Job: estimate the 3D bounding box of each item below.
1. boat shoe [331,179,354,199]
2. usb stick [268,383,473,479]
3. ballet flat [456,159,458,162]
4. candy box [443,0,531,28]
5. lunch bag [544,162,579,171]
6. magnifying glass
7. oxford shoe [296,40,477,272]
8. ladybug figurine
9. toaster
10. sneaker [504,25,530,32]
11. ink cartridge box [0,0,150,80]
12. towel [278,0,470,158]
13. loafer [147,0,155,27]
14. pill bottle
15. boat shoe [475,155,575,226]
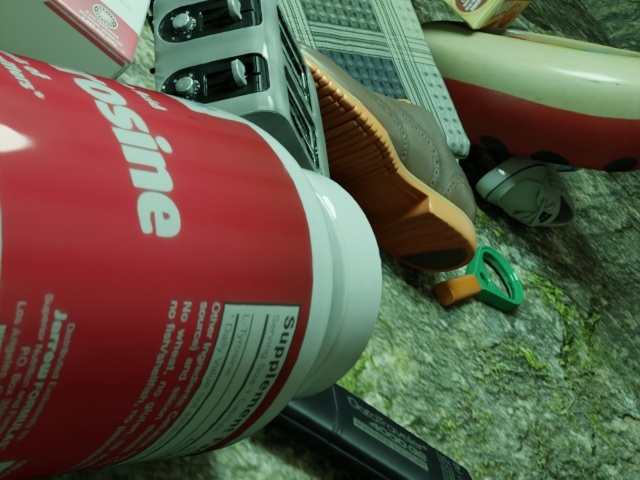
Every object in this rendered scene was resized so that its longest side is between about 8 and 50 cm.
[{"bbox_3d":[0.000,0.000,1.047,0.073,0.073,0.207,50,27,-3],"label":"boat shoe"},{"bbox_3d":[0.039,0.175,0.935,0.278,0.045,0.077,36,24,-30],"label":"usb stick"},{"bbox_3d":[0.142,-0.116,1.404,0.073,0.067,0.206,76,0,-55],"label":"ballet flat"},{"bbox_3d":[0.155,-0.433,1.514,0.316,0.087,0.183,46,26,9],"label":"candy box"},{"bbox_3d":[0.352,-0.207,1.786,0.219,0.090,0.176,44,23,24],"label":"lunch bag"},{"bbox_3d":[0.199,0.054,1.361,0.092,0.026,0.231,60,25,12],"label":"magnifying glass"},{"bbox_3d":[0.049,-0.108,1.171,0.364,0.130,0.132,44,45,-39],"label":"oxford shoe"},{"bbox_3d":[0.319,-0.202,1.522,0.450,0.161,0.305,17,17,27],"label":"ladybug figurine"},{"bbox_3d":[-0.068,-0.111,0.948,0.185,0.110,0.168,61,18,-52],"label":"toaster"},{"bbox_3d":[0.350,-0.279,1.722,0.121,0.079,0.217,16,20,-30],"label":"sneaker"},{"bbox_3d":[-0.232,-0.232,0.932,0.159,0.092,0.217,39,31,-27],"label":"ink cartridge box"},{"bbox_3d":[0.021,-0.245,1.320,0.312,0.056,0.324,0,64,-42],"label":"towel"},{"bbox_3d":[-0.171,-0.263,1.122,0.039,0.045,0.125,-7,66,-53],"label":"loafer"},{"bbox_3d":[-0.140,0.019,0.629,0.408,0.229,0.229,7,52,-56],"label":"pill bottle"},{"bbox_3d":[0.317,-0.062,1.616,0.088,0.096,0.267,58,18,20],"label":"boat shoe"}]
